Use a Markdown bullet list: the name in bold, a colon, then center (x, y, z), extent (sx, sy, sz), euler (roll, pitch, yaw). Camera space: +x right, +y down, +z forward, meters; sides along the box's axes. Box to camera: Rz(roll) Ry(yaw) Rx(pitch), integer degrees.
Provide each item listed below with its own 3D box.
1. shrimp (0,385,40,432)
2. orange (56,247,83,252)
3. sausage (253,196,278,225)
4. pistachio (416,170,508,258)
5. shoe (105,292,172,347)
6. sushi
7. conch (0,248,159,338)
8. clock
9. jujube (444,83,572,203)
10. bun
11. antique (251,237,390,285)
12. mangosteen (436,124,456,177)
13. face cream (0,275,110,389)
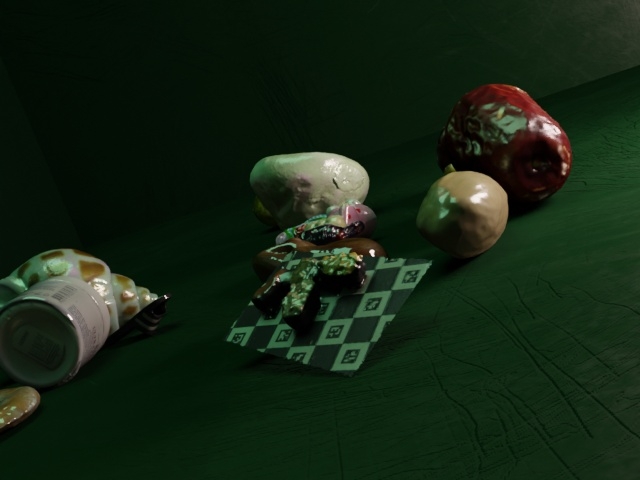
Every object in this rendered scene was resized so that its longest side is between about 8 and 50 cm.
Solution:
- **shrimp**: center (-0.574, 0.300, 1.328), extent (0.168, 0.077, 0.317), euler (-11, 10, 33)
- **orange**: center (-0.574, 0.118, 1.956), extent (0.206, 0.206, 0.206), euler (-20, 10, 4)
- **sausage**: center (-0.050, -0.119, 2.381), extent (0.347, 0.123, 0.123), euler (-15, 11, 32)
- **pistachio**: center (0.229, -0.043, 1.352), extent (0.136, 0.135, 0.226), euler (-15, 2, 32)
- **shoe**: center (-0.346, 0.167, 1.675), extent (0.179, 0.049, 0.071), euler (-38, -1, 17)
- **sushi**: center (-0.011, 0.070, 1.145), extent (0.280, 0.043, 0.192), euler (6, 50, 49)
- **conch**: center (-0.524, 0.143, 1.759), extent (0.368, 0.249, 0.197), euler (-3, -16, 10)
- **clock**: center (0.000, 0.000, 1.713), extent (0.194, 0.100, 0.195), euler (-20, 6, 25)
- **jujube**: center (0.352, -0.176, 1.604), extent (0.223, 0.223, 0.318), euler (-21, 19, 0)
- **bun**: center (-0.029, -0.101, 2.081), extent (0.293, 0.187, 0.293), euler (0, -10, 0)
- **antique**: center (0.001, 0.051, 1.353), extent (0.143, 0.121, 0.257), euler (-28, 14, -38)
- **mangosteen**: center (0.342, -0.196, 1.929), extent (0.166, 0.166, 0.180), euler (-18, 37, 18)
- **face cream**: center (-0.497, 0.167, 1.580), extent (0.177, 0.177, 0.153), euler (-19, 11, 10)
